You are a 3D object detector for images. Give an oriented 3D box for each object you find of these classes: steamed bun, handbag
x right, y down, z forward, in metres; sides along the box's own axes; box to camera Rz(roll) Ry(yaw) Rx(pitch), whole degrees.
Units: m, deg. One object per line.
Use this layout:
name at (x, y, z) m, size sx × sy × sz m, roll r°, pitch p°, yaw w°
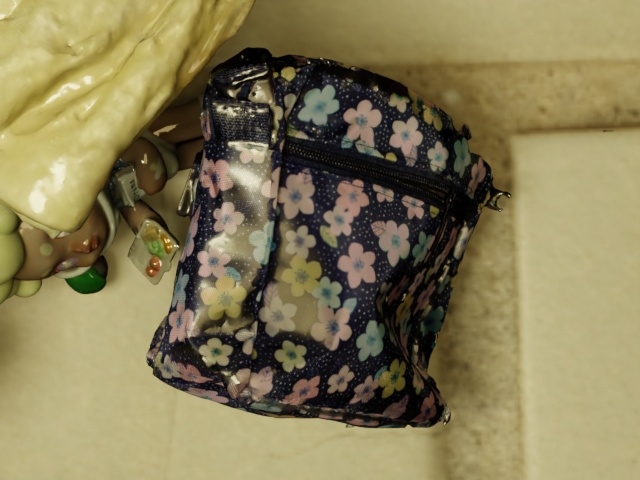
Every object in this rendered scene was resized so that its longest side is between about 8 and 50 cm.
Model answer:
steamed bun at (-0.118, -0.225, 1.062) m, size 0.189 × 0.247 × 0.428 m, roll 40°, pitch 73°, yaw -23°
handbag at (0.000, 0.000, 1.125) m, size 0.228 × 0.126 × 0.208 m, roll 16°, pitch 83°, yaw -48°

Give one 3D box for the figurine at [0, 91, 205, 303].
figurine at (-0.131, -0.024, 1.129) m, size 0.197 × 0.147 × 0.093 m, roll -16°, pitch 54°, yaw -13°
